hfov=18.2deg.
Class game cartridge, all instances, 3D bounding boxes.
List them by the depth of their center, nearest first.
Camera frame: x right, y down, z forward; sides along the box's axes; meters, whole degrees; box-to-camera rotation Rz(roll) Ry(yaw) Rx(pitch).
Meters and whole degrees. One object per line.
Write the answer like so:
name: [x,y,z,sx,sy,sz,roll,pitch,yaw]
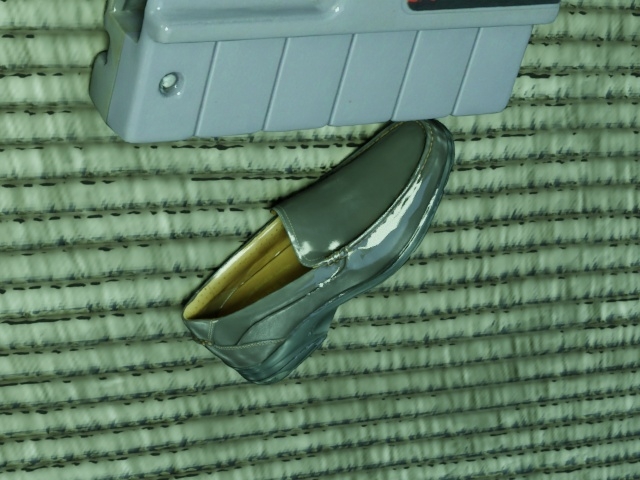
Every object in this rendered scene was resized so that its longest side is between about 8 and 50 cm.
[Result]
game cartridge: [0.040,-0.207,0.871,0.230,0.068,0.355,-4,127,-29]

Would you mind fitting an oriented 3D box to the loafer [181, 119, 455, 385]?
loafer: [0.000,0.000,1.017,0.170,0.062,0.061,-50,133,9]
